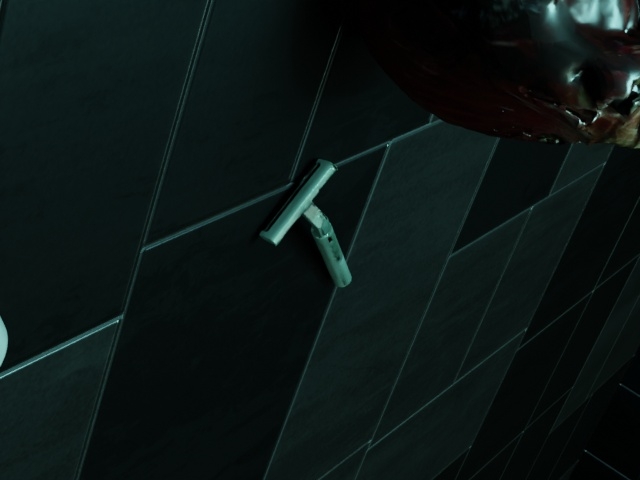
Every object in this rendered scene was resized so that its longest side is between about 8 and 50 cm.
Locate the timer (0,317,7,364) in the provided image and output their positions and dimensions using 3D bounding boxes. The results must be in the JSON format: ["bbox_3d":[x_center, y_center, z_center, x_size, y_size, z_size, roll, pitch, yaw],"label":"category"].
[{"bbox_3d":[-0.252,0.041,0.639,0.178,0.078,0.253,-49,158,-25],"label":"timer"}]

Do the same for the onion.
[{"bbox_3d":[0.163,-0.204,0.977,0.281,0.281,0.221,-58,144,2],"label":"onion"}]

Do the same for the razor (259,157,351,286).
[{"bbox_3d":[0.006,0.004,1.190,0.084,0.036,0.211,-51,157,-9],"label":"razor"}]
